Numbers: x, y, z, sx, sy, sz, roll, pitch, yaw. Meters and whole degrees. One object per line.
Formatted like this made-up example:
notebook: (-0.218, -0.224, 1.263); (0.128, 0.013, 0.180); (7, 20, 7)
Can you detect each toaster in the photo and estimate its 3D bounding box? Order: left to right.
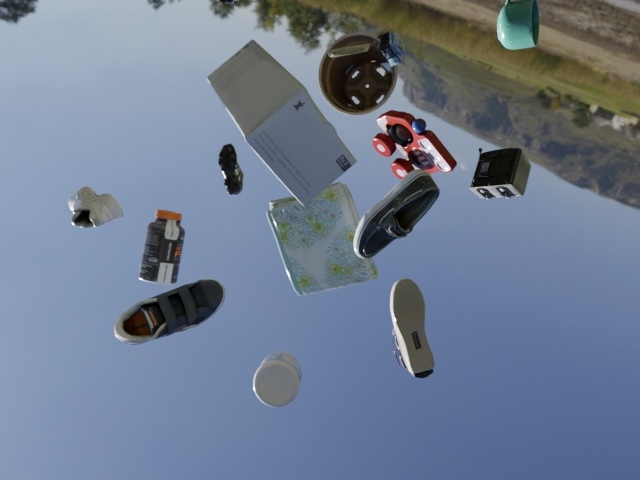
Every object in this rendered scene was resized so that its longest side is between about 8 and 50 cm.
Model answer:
toaster: (0.642, -0.241, 1.856); (0.168, 0.186, 0.110); (-1, 152, 47)

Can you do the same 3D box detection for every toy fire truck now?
toy fire truck: (0.354, -0.371, 1.959); (0.302, 0.169, 0.254); (49, 161, -16)

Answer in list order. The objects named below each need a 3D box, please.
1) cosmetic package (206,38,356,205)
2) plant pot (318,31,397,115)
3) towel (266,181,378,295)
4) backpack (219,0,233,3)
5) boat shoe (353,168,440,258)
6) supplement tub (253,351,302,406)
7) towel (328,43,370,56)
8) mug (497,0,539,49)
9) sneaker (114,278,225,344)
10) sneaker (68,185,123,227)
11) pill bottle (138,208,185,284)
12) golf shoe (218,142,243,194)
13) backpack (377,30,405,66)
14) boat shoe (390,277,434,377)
cosmetic package: (-0.097, -0.273, 1.146); (0.217, 0.156, 0.385); (48, -173, -38)
plant pot: (0.185, -0.703, 2.287); (0.333, 0.334, 0.305); (24, -169, 9)
towel: (0.000, 0.000, 1.849); (0.320, 0.375, 0.090); (-14, -168, 28)
backpack: (-0.252, -0.724, 1.354); (0.115, 0.182, 0.152); (13, -155, -13)
boat shoe: (0.221, -0.063, 1.560); (0.121, 0.335, 0.119); (23, -156, -31)
supplement tub: (-0.133, 0.440, 1.674); (0.144, 0.144, 0.200); (21, 179, 1)
towel: (0.106, -0.686, 1.868); (0.148, 0.027, 0.110); (-7, -159, 11)
mug: (0.559, -0.623, 1.472); (0.097, 0.158, 0.129); (1, 173, 32)
sneaker: (-0.418, 0.203, 1.460); (0.321, 0.127, 0.126); (-27, -99, -11)
sneaker: (-0.676, -0.089, 1.488); (0.232, 0.090, 0.115); (9, -142, 38)
pill bottle: (-0.537, 0.019, 1.774); (0.130, 0.246, 0.130); (10, -179, 0)
golf shoe: (-0.344, -0.274, 2.017); (0.077, 0.198, 0.094); (-5, -178, 11)
backpack: (0.278, -0.730, 1.983); (0.114, 0.084, 0.105); (46, -144, -43)
boat shoe: (0.290, 0.297, 1.802); (0.127, 0.341, 0.158); (-10, -178, -17)
